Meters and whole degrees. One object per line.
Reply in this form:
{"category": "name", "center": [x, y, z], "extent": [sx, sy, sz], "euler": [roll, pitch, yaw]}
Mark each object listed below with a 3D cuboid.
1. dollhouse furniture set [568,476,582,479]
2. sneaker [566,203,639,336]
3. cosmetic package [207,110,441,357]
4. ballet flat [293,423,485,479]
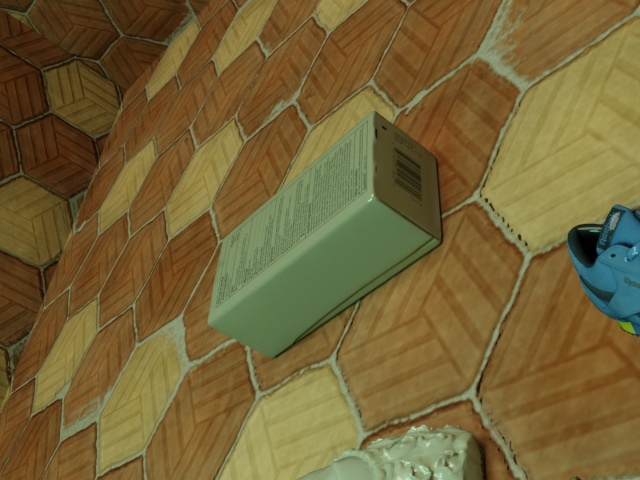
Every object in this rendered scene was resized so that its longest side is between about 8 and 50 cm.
{"category": "dollhouse furniture set", "center": [0.245, 0.152, 0.470], "extent": [0.259, 0.135, 0.262], "euler": [-43, 7, 25]}
{"category": "sneaker", "center": [0.212, 0.019, 0.533], "extent": [0.069, 0.082, 0.209], "euler": [-45, 7, -5]}
{"category": "cosmetic package", "center": [0.000, 0.000, 1.090], "extent": [0.309, 0.113, 0.160], "euler": [-38, 32, 36]}
{"category": "ballet flat", "center": [-0.029, 0.298, 0.796], "extent": [0.409, 0.147, 0.147], "euler": [-45, 29, 22]}
